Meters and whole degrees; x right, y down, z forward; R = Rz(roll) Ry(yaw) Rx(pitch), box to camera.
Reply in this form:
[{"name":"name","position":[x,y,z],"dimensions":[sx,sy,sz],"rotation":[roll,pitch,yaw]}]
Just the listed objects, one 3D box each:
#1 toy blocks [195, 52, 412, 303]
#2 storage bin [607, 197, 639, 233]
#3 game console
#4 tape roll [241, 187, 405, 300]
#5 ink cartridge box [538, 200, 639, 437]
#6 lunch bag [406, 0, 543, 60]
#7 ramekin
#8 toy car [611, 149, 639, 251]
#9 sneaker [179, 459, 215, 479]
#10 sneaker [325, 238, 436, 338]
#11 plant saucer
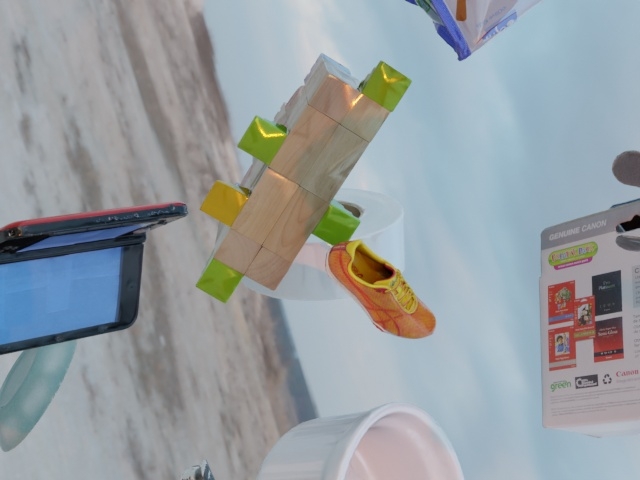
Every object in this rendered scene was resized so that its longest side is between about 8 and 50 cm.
[{"name":"toy blocks","position":[-0.033,-0.111,1.441],"dimensions":[0.191,0.381,0.261],"rotation":[30,15,-12]},{"name":"storage bin","position":[0.493,0.033,1.535],"dimensions":[0.180,0.122,0.084],"rotation":[59,-41,23]},{"name":"game console","position":[-0.178,0.029,0.755],"dimensions":[0.124,0.144,0.085],"rotation":[-16,-94,50]},{"name":"tape roll","position":[0.000,0.000,1.692],"dimensions":[0.286,0.286,0.100],"rotation":[-116,-160,-69]},{"name":"ink cartridge box","position":[0.431,0.092,1.262],"dimensions":[0.309,0.130,0.271],"rotation":[-17,-116,47]},{"name":"lunch bag","position":[0.167,-0.463,1.131],"dimensions":[0.385,0.328,0.239],"rotation":[48,7,-42]},{"name":"ramekin","position":[0.043,0.322,1.140],"dimensions":[0.277,0.135,0.277],"rotation":[17,69,-51]},{"name":"toy car","position":[0.311,-0.033,0.744],"dimensions":[0.149,0.188,0.155],"rotation":[-76,156,-45]},{"name":"sneaker","position":[-0.156,0.307,1.297],"dimensions":[0.109,0.044,0.040],"rotation":[134,-66,-78]},{"name":"sneaker","position":[0.080,0.064,1.224],"dimensions":[0.175,0.064,0.067],"rotation":[38,-28,-25]},{"name":"plant saucer","position":[-0.398,0.191,1.396],"dimensions":[0.037,0.195,0.195],"rotation":[33,15,-24]}]
